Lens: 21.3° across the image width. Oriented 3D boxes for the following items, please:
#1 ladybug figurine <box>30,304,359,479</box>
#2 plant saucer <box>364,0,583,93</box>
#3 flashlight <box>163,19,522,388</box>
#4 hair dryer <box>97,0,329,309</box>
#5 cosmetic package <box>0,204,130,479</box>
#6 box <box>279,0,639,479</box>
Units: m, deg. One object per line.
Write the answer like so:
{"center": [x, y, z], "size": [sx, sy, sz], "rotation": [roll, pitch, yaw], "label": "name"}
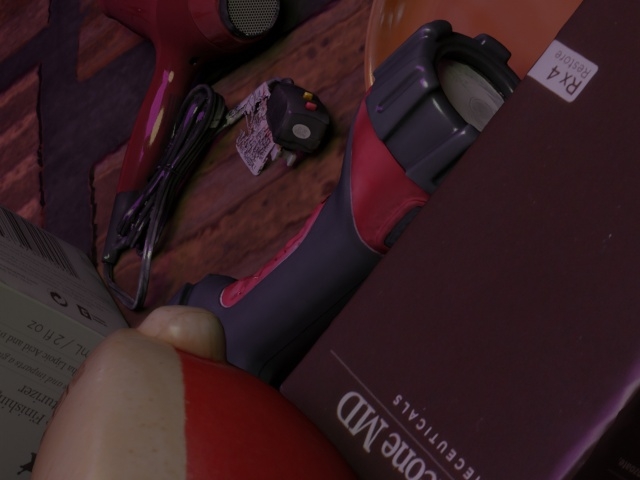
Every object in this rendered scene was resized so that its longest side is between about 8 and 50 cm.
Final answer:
{"center": [-0.064, 0.255, 0.782], "size": [0.305, 0.162, 0.449], "rotation": [-102, 18, -83], "label": "ladybug figurine"}
{"center": [0.106, -0.105, 0.985], "size": [0.200, 0.037, 0.200], "rotation": [2, 93, 48], "label": "plant saucer"}
{"center": [0.000, 0.000, 0.990], "size": [0.304, 0.103, 0.103], "rotation": [-41, -5, 38], "label": "flashlight"}
{"center": [-0.116, -0.115, 1.234], "size": [0.223, 0.080, 0.293], "rotation": [-39, 42, 21], "label": "hair dryer"}
{"center": [-0.251, 0.081, 1.182], "size": [0.184, 0.151, 0.151], "rotation": [-50, 40, 9], "label": "cosmetic package"}
{"center": [0.173, -0.004, 0.823], "size": [0.381, 0.143, 0.191], "rotation": [-54, 40, 6], "label": "box"}
